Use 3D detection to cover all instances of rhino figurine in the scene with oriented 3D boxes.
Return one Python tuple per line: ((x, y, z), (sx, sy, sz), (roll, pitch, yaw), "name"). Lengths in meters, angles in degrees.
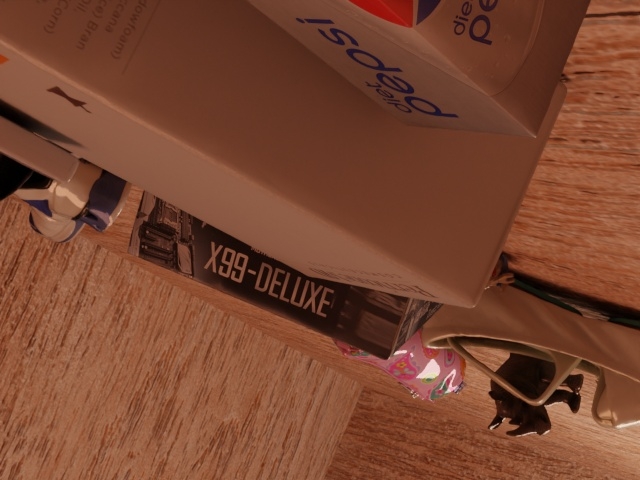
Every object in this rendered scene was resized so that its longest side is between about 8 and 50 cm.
((0.262, 0.169, 1.335), (0.106, 0.073, 0.243), (14, -149, 22), "rhino figurine")

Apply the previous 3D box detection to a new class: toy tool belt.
((0.187, 0.032, 1.202), (0.051, 0.052, 0.083), (-6, 177, -8), "toy tool belt")

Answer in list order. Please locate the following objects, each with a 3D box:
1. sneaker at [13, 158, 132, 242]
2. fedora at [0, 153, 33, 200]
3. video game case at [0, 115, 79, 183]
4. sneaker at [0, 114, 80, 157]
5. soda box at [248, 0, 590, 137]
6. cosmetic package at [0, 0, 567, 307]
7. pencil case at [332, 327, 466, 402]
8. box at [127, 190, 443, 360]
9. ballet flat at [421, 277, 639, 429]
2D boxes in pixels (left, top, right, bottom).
((-0.434, -0.098, 1.792), (0.182, 0.127, 0.315), (33, 161, -23), "sneaker")
((-0.403, -0.177, 1.027), (0.334, 0.334, 0.152), (26, 140, -9), "fedora")
((-0.267, -0.099, 0.713), (0.190, 0.022, 0.173), (29, 177, -35), "video game case")
((-0.173, -0.131, 0.920), (0.296, 0.104, 0.147), (5, 166, -1), "sneaker")
((0.004, -0.153, 0.508), (0.098, 0.091, 0.286), (12, 165, 48), "soda box")
((-0.101, -0.129, 0.682), (0.453, 0.161, 0.230), (28, 170, -26), "cosmetic package")
((0.135, 0.182, 1.874), (0.124, 0.124, 0.284), (15, 166, 42), "pencil case")
((0.000, 0.000, 1.032), (0.242, 0.076, 0.307), (22, -166, 14), "box")
((0.292, 0.137, 1.237), (0.400, 0.139, 0.139), (20, 169, 23), "ballet flat")
